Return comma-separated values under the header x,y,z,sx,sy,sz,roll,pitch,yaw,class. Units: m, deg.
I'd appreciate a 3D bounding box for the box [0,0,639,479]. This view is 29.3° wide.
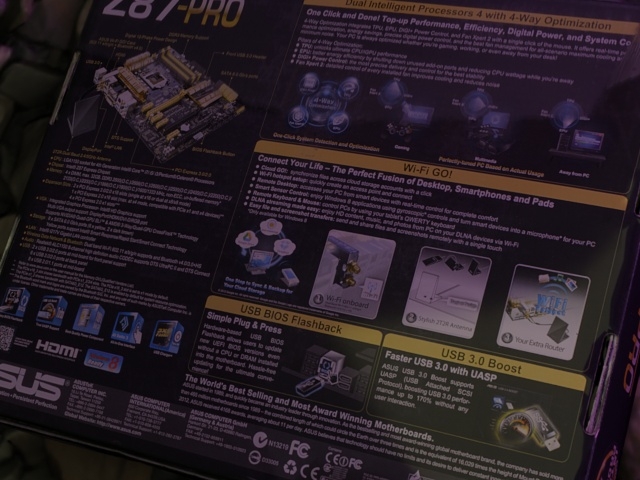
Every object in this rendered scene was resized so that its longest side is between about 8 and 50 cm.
x,y,z,sx,sy,sz,roll,pitch,yaw,class
0.000,0.000,0.740,0.395,0.097,0.318,10,77,24,box
